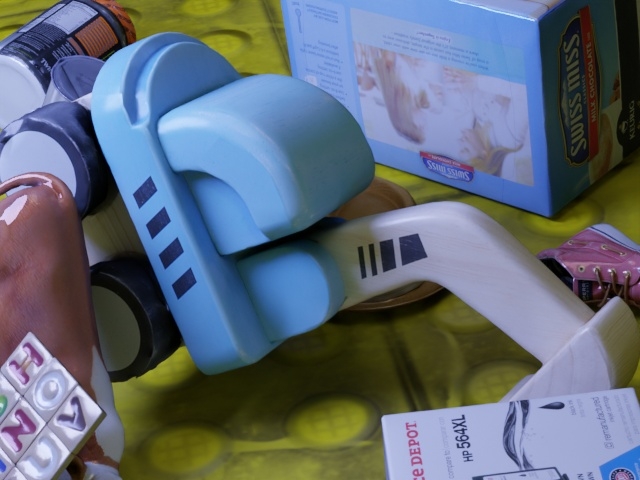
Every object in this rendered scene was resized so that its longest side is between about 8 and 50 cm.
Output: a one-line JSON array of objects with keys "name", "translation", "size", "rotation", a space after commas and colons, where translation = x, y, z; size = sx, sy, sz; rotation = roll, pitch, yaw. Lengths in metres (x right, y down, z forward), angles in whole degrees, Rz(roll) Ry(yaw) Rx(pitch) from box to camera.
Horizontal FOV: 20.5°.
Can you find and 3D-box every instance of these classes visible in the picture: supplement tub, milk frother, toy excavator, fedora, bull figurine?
[{"name": "supplement tub", "translation": [-0.305, -0.209, 2.068], "size": [0.117, 0.117, 0.190], "rotation": [12, 36, 28]}, {"name": "milk frother", "translation": [-0.233, -0.126, 1.900], "size": [0.129, 0.135, 0.143], "rotation": [30, 41, 1]}, {"name": "toy excavator", "translation": [0.000, 0.000, 1.506], "size": [0.445, 0.433, 0.222], "rotation": [-19, 7, 33]}, {"name": "fedora", "translation": [0.047, -0.007, 1.703], "size": [0.194, 0.079, 0.194], "rotation": [-5, 31, 3]}, {"name": "bull figurine", "translation": [-0.246, 0.103, 1.462], "size": [0.188, 0.310, 0.101], "rotation": [-9, -7, 26]}]

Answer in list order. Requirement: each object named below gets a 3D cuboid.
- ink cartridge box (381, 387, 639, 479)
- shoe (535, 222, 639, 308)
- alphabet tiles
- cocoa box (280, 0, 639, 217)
[{"name": "ink cartridge box", "translation": [0.153, 0.196, 1.345], "size": [0.203, 0.086, 0.148], "rotation": [-7, 32, 0]}, {"name": "shoe", "translation": [0.270, 0.040, 1.600], "size": [0.081, 0.063, 0.178], "rotation": [-23, 29, -21]}, {"name": "alphabet tiles", "translation": [-0.266, 0.193, 1.355], "size": [0.237, 0.009, 0.198], "rotation": [-52, 48, 2]}, {"name": "cocoa box", "translation": [0.159, -0.208, 1.858], "size": [0.347, 0.231, 0.228], "rotation": [20, 42, 37]}]
